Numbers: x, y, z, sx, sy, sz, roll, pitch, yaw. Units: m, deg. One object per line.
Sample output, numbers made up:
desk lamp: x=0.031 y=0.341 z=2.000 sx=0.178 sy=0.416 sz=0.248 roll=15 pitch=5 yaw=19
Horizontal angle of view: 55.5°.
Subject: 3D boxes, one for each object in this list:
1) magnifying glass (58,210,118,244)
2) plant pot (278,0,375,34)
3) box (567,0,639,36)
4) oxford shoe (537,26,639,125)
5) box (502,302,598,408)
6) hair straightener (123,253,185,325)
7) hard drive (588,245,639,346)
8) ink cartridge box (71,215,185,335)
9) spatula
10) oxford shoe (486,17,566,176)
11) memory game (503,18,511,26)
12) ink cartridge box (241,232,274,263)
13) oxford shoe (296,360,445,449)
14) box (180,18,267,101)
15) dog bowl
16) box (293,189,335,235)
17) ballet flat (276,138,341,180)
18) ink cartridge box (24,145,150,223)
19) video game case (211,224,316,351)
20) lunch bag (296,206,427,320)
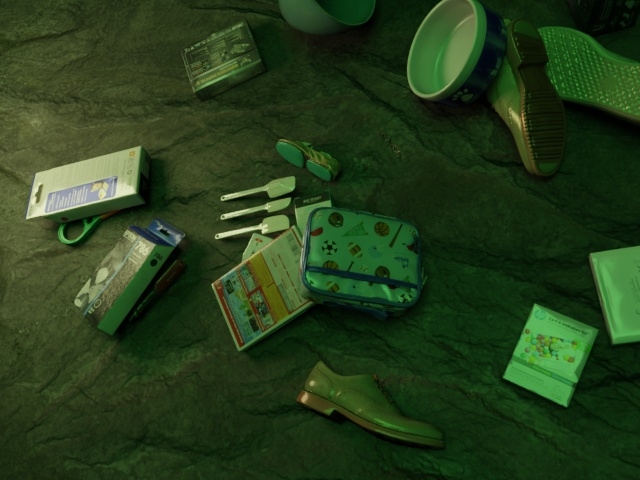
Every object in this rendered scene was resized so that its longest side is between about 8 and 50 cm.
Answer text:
magnifying glass: x=-0.669 y=-0.062 z=1.793 sx=0.230 sy=0.026 sz=0.092 roll=-28 pitch=64 yaw=5
plant pot: x=-0.013 y=-0.712 z=1.753 sx=0.195 sy=0.290 sz=0.291 roll=-19 pitch=59 yaw=48
box: x=0.722 y=-0.685 z=1.577 sx=0.142 sy=0.163 sz=0.248 roll=-14 pitch=66 yaw=8
oxford shoe: x=0.686 y=-0.401 z=1.506 sx=0.449 sy=0.130 sz=0.169 roll=40 pitch=114 yaw=38
box: x=0.506 y=0.253 z=1.341 sx=0.145 sy=0.038 sz=0.186 roll=24 pitch=76 yaw=22
hair straightener: x=-0.466 y=0.131 z=1.659 sx=0.089 sy=0.047 sz=0.231 roll=33 pitch=86 yaw=40
hard drive: x=0.777 y=0.105 z=1.322 sx=0.318 sy=0.040 sz=0.211 roll=-9 pitch=67 yaw=12
ink cartridge box: x=-0.523 y=0.077 z=1.653 sx=0.165 sy=0.065 sz=0.333 roll=25 pitch=76 yaw=41
spatula: x=-0.178 y=-0.084 z=1.643 sx=0.241 sy=0.019 sz=0.168 roll=-11 pitch=63 yaw=28
oxford shoe: x=0.507 y=-0.343 z=1.533 sx=0.140 sy=0.146 sz=0.398 roll=-3 pitch=81 yaw=-28
memory game: x=0.457 y=-0.517 z=1.643 sx=0.186 sy=0.012 sz=0.186 roll=-8 pitch=72 yaw=28
ink cartridge box: x=-0.147 y=0.083 z=1.582 sx=0.145 sy=0.045 sz=0.179 roll=19 pitch=73 yaw=22
oxford shoe: x=0.119 y=0.365 z=1.359 sx=0.347 sy=0.123 sz=0.130 roll=16 pitch=69 yaw=19
box: x=-0.298 y=-0.554 z=1.864 sx=0.230 sy=0.056 sz=0.183 roll=-24 pitch=66 yaw=6
dog bowl: x=0.343 y=-0.479 z=1.552 sx=0.104 sy=0.265 sz=0.265 roll=12 pitch=66 yaw=-28
box: x=0.000 y=0.000 z=1.564 sx=0.100 sy=0.060 sz=0.245 roll=-13 pitch=67 yaw=11
ballet flat: x=-0.028 y=-0.228 z=1.668 sx=0.206 sy=0.073 sz=0.067 roll=34 pitch=54 yaw=21
ink cartridge box: x=-0.685 y=-0.156 z=1.797 sx=0.370 sy=0.069 sz=0.176 roll=-11 pitch=58 yaw=10
video game case: x=-0.130 y=0.122 z=1.531 sx=0.285 sy=0.025 sz=0.204 roll=-34 pitch=65 yaw=16
lunch bag: x=0.099 y=0.057 z=1.435 sx=0.303 sy=0.115 sz=0.243 roll=10 pitch=63 yaw=-7
